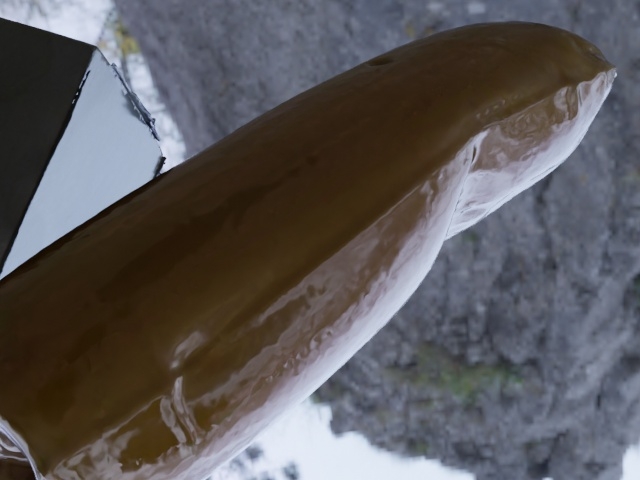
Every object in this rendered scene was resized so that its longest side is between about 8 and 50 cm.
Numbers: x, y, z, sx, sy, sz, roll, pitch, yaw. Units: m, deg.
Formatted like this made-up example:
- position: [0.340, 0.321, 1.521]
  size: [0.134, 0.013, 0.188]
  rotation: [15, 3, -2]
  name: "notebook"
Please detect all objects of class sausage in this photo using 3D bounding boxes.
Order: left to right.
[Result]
- position: [-0.003, -0.004, 0.585]
  size: [0.354, 0.134, 0.116]
  rotation: [-36, -109, -29]
  name: "sausage"

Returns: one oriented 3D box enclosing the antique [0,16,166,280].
- position: [-0.184, -0.031, 0.725]
  size: [0.148, 0.152, 0.146]
  rotation: [16, -106, 12]
  name: "antique"
